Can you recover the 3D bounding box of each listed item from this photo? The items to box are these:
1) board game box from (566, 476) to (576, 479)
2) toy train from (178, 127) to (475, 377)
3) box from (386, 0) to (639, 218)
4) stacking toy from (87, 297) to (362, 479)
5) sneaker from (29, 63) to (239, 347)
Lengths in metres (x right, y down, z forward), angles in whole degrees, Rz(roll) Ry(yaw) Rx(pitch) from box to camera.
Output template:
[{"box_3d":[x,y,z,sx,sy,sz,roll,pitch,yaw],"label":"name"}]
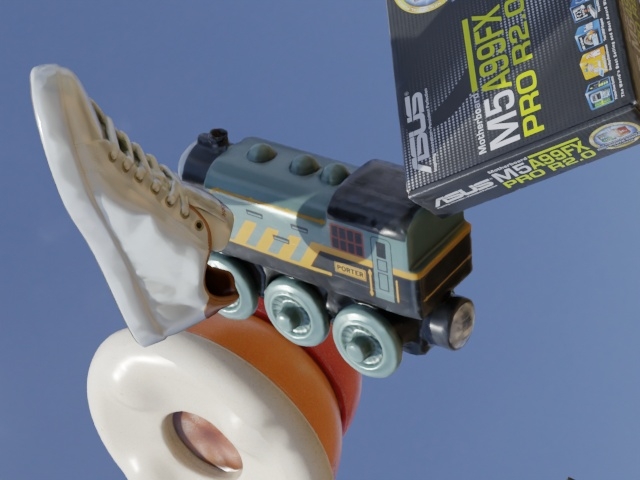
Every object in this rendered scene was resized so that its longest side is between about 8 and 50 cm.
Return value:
[{"box_3d":[0.255,0.326,1.363,0.026,0.126,0.186,-58,-8,-60],"label":"board game box"},{"box_3d":[0.000,0.000,1.364,0.142,0.334,0.190,-38,-45,-40],"label":"toy train"},{"box_3d":[0.166,-0.178,1.222,0.060,0.216,0.270,31,-132,-48],"label":"box"},{"box_3d":[-0.042,0.133,1.854,0.480,0.351,0.350,-49,-57,-41],"label":"stacking toy"},{"box_3d":[-0.147,-0.042,1.184,0.106,0.123,0.290,-109,-2,-48],"label":"sneaker"}]
